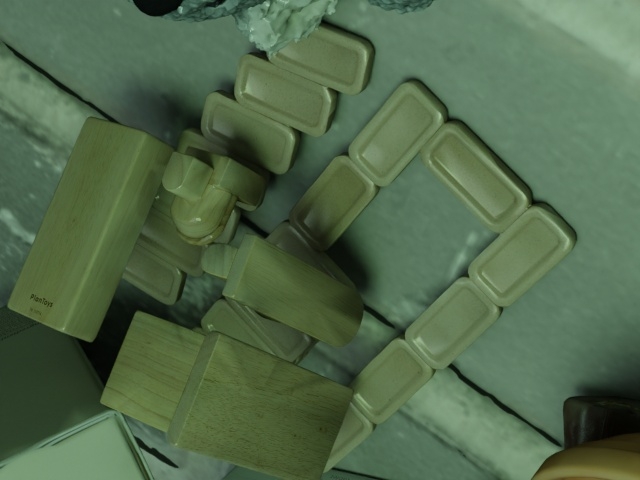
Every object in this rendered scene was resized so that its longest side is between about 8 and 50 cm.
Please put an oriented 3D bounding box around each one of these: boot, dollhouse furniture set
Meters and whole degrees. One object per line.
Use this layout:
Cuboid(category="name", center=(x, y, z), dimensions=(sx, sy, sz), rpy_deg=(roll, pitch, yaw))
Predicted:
Cuboid(category="boot", center=(0.126, 0.121, 0.674), dimensions=(0.106, 0.037, 0.114), rpy_deg=(9, 126, 19))
Cuboid(category="dollhouse furniture set", center=(-0.065, 0.032, 0.700), dimensions=(0.151, 0.123, 0.144), rpy_deg=(17, 82, 38))

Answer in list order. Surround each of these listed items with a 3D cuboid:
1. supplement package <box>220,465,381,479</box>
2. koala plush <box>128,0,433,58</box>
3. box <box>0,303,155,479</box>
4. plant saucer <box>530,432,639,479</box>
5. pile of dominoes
Cuboid(category="supplement package", center=(-0.047, 0.255, 0.750), dimensions=(0.139, 0.244, 0.134), rpy_deg=(4, 119, 36))
Cuboid(category="koala plush", center=(-0.035, -0.169, 0.536), dimensions=(0.196, 0.203, 0.221), rpy_deg=(22, 150, -10))
Cuboid(category="box", center=(-0.176, 0.119, 0.773), dimensions=(0.094, 0.113, 0.275), rpy_deg=(68, 168, -18))
Cuboid(category="plant saucer", center=(0.190, 0.144, 0.576), dimensions=(0.200, 0.037, 0.200), rpy_deg=(28, 158, 12))
Cuboid(category="pile of dominoes", center=(0.000, 0.000, 0.716), dimensions=(0.196, 0.040, 0.251), rpy_deg=(47, 127, 6))
